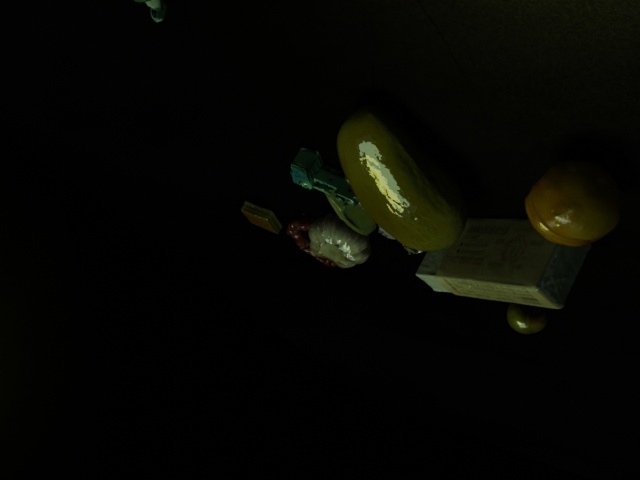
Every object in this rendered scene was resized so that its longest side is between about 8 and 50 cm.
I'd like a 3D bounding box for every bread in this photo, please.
[{"bbox_3d":[-0.160,-0.063,2.421,0.094,0.035,0.090,22,163,27],"label":"bread"}]

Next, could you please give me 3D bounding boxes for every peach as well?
[{"bbox_3d":[0.376,-0.055,1.302,0.138,0.138,0.138,28,164,9],"label":"peach"}]

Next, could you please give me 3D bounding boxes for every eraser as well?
[{"bbox_3d":[0.329,0.036,1.644,0.078,0.144,0.343,37,164,-27],"label":"eraser"}]

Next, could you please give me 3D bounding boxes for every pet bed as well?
[{"bbox_3d":[0.000,0.000,2.296,0.201,0.053,0.201,29,159,12],"label":"pet bed"}]

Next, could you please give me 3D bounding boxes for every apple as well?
[{"bbox_3d":[0.447,0.161,1.904,0.090,0.089,0.074,20,137,32],"label":"apple"}]

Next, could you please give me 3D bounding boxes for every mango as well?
[{"bbox_3d":[0.138,-0.105,1.582,0.331,0.142,0.195,47,155,-25],"label":"mango"}]

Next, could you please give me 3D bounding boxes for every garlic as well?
[{"bbox_3d":[0.048,-0.004,2.109,0.159,0.102,0.147,4,137,36],"label":"garlic"}]

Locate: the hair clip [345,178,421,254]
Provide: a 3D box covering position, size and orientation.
[{"bbox_3d":[0.145,-0.050,1.791,0.106,0.084,0.292,-19,145,23],"label":"hair clip"}]

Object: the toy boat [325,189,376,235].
[{"bbox_3d":[0.067,-0.070,1.947,0.172,0.065,0.066,46,178,-37],"label":"toy boat"}]

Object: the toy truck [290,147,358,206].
[{"bbox_3d":[0.022,-0.130,1.827,0.175,0.067,0.081,25,162,19],"label":"toy truck"}]

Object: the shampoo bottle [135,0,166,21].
[{"bbox_3d":[-0.311,-0.447,1.458,0.065,0.065,0.204,22,162,28],"label":"shampoo bottle"}]
